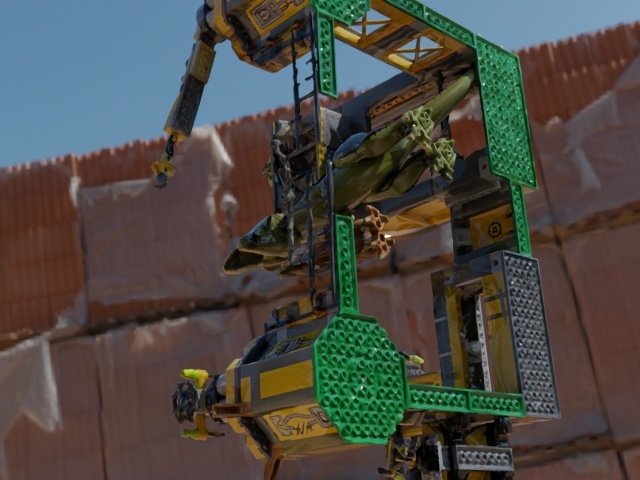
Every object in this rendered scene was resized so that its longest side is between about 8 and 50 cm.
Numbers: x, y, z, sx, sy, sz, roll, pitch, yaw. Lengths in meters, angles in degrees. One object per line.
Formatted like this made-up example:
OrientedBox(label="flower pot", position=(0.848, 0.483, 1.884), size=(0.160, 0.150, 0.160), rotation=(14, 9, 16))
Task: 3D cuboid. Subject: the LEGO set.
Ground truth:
OrientedBox(label="LEGO set", position=(0.000, 0.000, 0.555), size=(0.254, 0.332, 0.192), rotation=(4, -19, -44))
